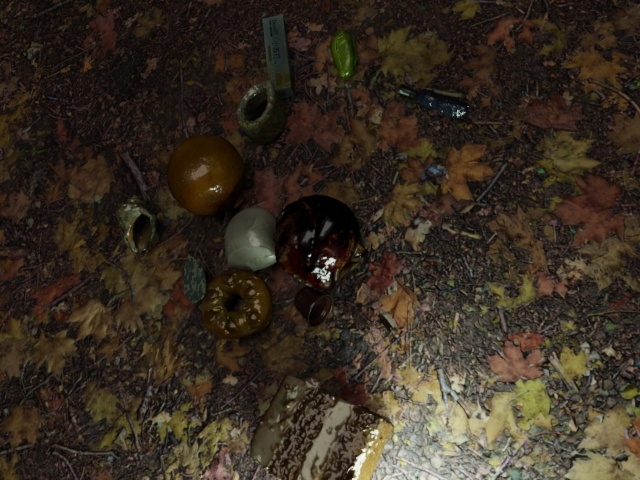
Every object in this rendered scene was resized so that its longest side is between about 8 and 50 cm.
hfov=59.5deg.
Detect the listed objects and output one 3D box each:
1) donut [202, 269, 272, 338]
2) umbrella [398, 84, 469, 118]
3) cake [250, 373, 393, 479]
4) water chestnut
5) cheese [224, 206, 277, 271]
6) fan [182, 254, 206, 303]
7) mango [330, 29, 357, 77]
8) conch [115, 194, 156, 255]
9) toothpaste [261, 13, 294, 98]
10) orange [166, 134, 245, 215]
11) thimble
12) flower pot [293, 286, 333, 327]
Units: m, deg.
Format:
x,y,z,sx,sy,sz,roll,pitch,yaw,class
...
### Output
x,y,z,sx,sy,sz,roll,pitch,yaw,class
-0.254,0.198,1.722,0.226,0.114,0.227,-5,72,16,donut
0.351,-0.439,1.773,0.248,0.071,0.071,24,81,26,umbrella
0.008,0.521,1.464,0.290,0.282,0.256,24,75,26,cake
0.000,0.000,1.649,0.289,0.244,0.289,-17,40,15,water chestnut
-0.212,-0.007,1.742,0.198,0.154,0.189,-14,61,39,cheese
-0.406,0.124,1.793,0.131,0.009,0.240,-58,37,14,fan
0.080,-0.632,1.907,0.091,0.074,0.165,-4,85,9,mango
-0.624,-0.051,1.902,0.155,0.130,0.207,3,90,49,conch
-0.150,-0.651,1.984,0.089,0.071,0.313,-10,70,9,toothpaste
-0.371,-0.217,1.818,0.264,0.264,0.264,-5,72,15,orange
-0.194,-0.432,1.884,0.137,0.143,0.191,19,80,22,thimble
-0.029,0.189,1.670,0.089,0.111,0.111,30,84,35,flower pot
